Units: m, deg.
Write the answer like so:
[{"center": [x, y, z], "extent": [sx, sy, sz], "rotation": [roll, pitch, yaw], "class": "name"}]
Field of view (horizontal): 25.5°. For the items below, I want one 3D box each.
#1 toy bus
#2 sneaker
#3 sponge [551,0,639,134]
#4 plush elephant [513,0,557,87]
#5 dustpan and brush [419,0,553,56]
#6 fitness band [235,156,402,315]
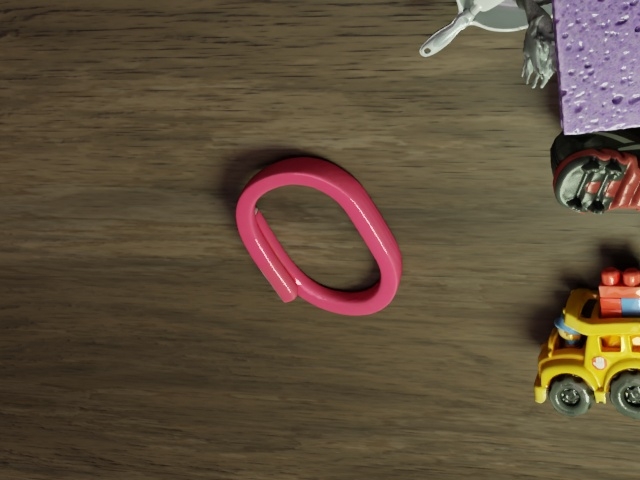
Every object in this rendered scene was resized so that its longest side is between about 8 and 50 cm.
[{"center": [0.406, 0.130, 2.007], "extent": [0.220, 0.149, 0.211], "rotation": [-3, 116, 26], "class": "toy bus"}, {"center": [0.415, -0.087, 1.834], "extent": [0.276, 0.135, 0.098], "rotation": [9, 124, -19], "class": "sneaker"}, {"center": [0.299, -0.213, 1.456], "extent": [0.117, 0.031, 0.210], "rotation": [-7, 119, 4], "class": "sponge"}, {"center": [0.329, -0.345, 1.552], "extent": [0.272, 0.255, 0.330], "rotation": [-171, 73, -67], "class": "plush elephant"}, {"center": [0.203, -0.297, 1.747], "extent": [0.147, 0.060, 0.211], "rotation": [42, 131, -18], "class": "dustpan and brush"}, {"center": [0.000, 0.000, 2.096], "extent": [0.209, 0.054, 0.291], "rotation": [-16, 124, 28], "class": "fitness band"}]
